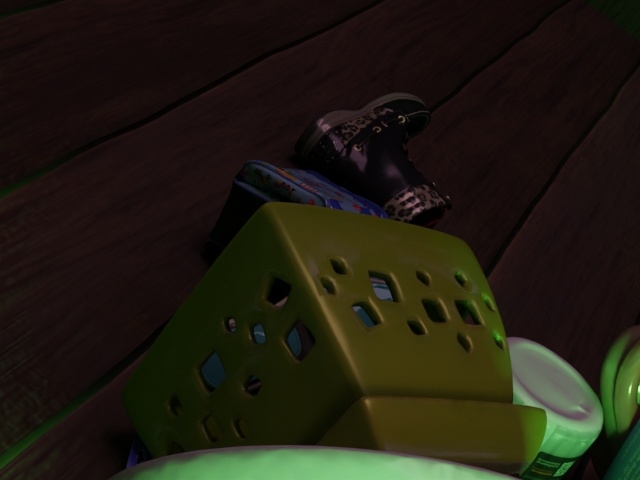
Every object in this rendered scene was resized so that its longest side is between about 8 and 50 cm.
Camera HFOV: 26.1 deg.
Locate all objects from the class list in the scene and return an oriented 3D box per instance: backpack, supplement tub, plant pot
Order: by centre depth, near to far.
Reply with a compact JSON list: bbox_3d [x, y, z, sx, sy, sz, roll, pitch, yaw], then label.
[{"bbox_3d":[0.019,0.130,1.039,0.228,0.227,0.207,10,39,-41],"label":"plant pot"},{"bbox_3d":[0.141,0.184,1.170,0.117,0.190,0.117,26,27,-15],"label":"supplement tub"},{"bbox_3d":[0.000,0.000,1.374,0.173,0.117,0.158,11,15,-47],"label":"backpack"}]

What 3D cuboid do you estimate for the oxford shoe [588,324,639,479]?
[{"bbox_3d":[0.298,0.187,1.285,0.146,0.140,0.397,33,-18,37],"label":"oxford shoe"}]

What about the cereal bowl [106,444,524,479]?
[{"bbox_3d":[0.013,0.247,0.822,0.339,0.339,0.141,22,57,-23],"label":"cereal bowl"}]

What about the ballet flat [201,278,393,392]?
[{"bbox_3d":[-0.026,0.087,1.226,0.248,0.086,0.086,-9,47,-32],"label":"ballet flat"}]

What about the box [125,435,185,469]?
[{"bbox_3d":[-0.091,0.201,1.069,0.136,0.028,0.081,26,28,-11],"label":"box"}]

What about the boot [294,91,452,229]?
[{"bbox_3d":[0.097,-0.088,1.682,0.178,0.085,0.236,47,36,19],"label":"boot"}]

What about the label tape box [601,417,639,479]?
[{"bbox_3d":[0.275,0.319,1.031,0.105,0.241,0.334,15,32,-11],"label":"label tape box"}]
